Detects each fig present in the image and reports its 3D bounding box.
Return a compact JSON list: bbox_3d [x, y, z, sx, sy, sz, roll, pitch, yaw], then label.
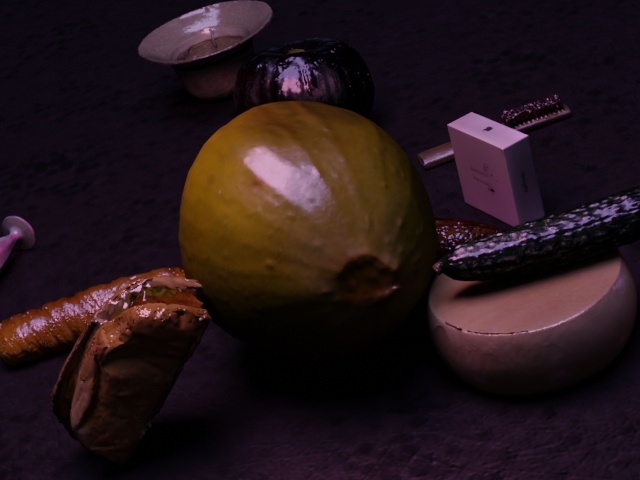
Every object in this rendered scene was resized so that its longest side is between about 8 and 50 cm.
[{"bbox_3d":[-0.011,-0.004,1.735,0.343,0.343,0.343,-13,30,8],"label":"fig"}]

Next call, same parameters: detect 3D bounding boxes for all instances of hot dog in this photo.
[{"bbox_3d":[-0.319,0.101,1.983,0.288,0.068,0.083,-18,36,-4],"label":"hot dog"}]

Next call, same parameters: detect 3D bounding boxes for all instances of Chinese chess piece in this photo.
[{"bbox_3d":[0.252,0.082,1.685,0.250,0.097,0.251,-13,29,7],"label":"Chinese chess piece"}]

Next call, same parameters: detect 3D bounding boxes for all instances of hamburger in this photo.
[{"bbox_3d":[-0.241,0.149,1.686,0.131,0.262,0.124,20,23,-25],"label":"hamburger"}]

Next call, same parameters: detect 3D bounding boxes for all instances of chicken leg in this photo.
[{"bbox_3d":[0.147,0.000,1.915,0.233,0.063,0.105,6,41,32],"label":"chicken leg"}]

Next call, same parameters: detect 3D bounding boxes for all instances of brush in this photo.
[{"bbox_3d":[0.265,-0.171,2.168,0.248,0.036,0.043,-20,25,-5],"label":"brush"}]

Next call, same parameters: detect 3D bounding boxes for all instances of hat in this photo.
[{"bbox_3d":[-0.194,-0.329,2.578,0.257,0.130,0.257,-12,29,7],"label":"hat"}]

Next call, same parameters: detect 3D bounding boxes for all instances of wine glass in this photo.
[{"bbox_3d":[-0.515,0.025,2.207,0.073,0.073,0.155,1,35,30],"label":"wine glass"}]

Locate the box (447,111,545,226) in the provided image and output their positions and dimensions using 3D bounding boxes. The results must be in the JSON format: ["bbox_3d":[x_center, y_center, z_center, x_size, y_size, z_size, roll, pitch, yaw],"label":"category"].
[{"bbox_3d":[0.245,-0.098,1.957,0.051,0.130,0.129,-29,31,-19],"label":"box"}]

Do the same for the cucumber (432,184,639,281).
[{"bbox_3d":[0.274,-0.001,1.649,0.293,0.068,0.067,-18,29,3],"label":"cucumber"}]

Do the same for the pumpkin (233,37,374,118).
[{"bbox_3d":[-0.027,-0.240,2.308,0.233,0.163,0.233,-9,20,3],"label":"pumpkin"}]
